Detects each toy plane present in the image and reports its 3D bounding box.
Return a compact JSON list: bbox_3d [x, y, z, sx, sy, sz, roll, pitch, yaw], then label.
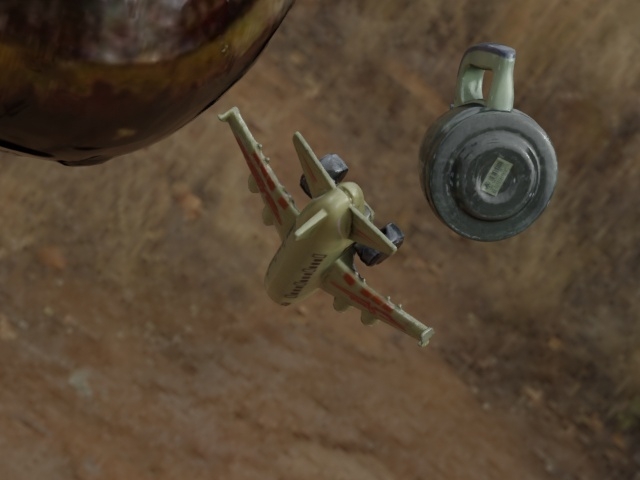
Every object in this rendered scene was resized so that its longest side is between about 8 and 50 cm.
[{"bbox_3d":[0.000,0.000,1.293,0.242,0.104,0.256,48,-10,7],"label":"toy plane"}]

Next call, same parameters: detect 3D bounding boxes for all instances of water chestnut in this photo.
[{"bbox_3d":[-0.146,-0.176,0.699,0.300,0.300,0.300,31,23,-15],"label":"water chestnut"}]

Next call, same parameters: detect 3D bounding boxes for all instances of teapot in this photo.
[{"bbox_3d":[0.121,-0.080,1.314,0.149,0.111,0.108,67,-7,-22],"label":"teapot"}]
